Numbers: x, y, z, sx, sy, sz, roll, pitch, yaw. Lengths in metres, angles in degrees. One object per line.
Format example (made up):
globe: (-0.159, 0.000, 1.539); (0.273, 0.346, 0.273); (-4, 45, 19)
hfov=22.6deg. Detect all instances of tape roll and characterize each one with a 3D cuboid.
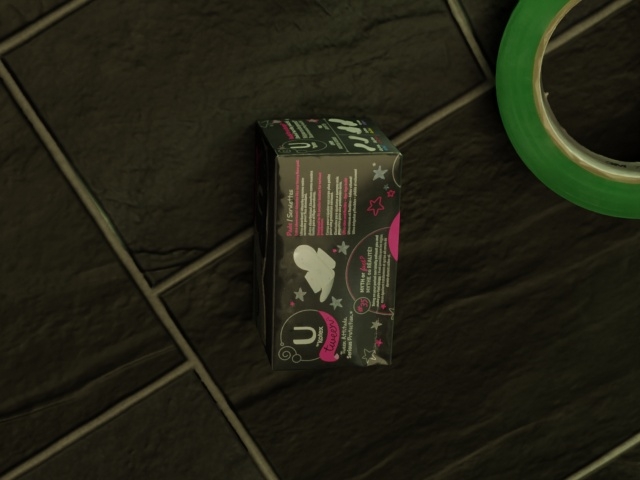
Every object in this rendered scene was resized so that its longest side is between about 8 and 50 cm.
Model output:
tape roll: (0.359, -0.187, 1.801); (0.321, 0.077, 0.321); (2, 107, 8)

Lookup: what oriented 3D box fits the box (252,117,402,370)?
box: (0.000, 0.000, 1.786); (0.142, 0.163, 0.247); (-1, 108, -11)
